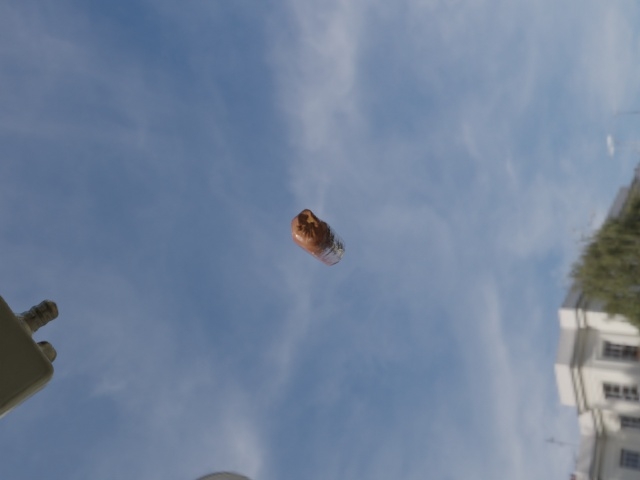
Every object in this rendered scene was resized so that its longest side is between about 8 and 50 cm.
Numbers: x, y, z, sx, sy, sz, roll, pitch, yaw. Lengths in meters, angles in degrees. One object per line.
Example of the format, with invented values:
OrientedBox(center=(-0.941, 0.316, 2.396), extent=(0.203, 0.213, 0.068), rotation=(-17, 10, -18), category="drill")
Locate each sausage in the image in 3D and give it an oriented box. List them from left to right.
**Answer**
OrientedBox(center=(0.000, 0.000, 0.746), extent=(0.030, 0.035, 0.147), rotation=(-55, -14, -1), category="sausage")

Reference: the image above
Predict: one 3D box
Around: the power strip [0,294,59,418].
OrientedBox(center=(-0.359, 0.153, 0.697), extent=(0.338, 0.058, 0.098), rotation=(-36, -91, -26), category="power strip")
